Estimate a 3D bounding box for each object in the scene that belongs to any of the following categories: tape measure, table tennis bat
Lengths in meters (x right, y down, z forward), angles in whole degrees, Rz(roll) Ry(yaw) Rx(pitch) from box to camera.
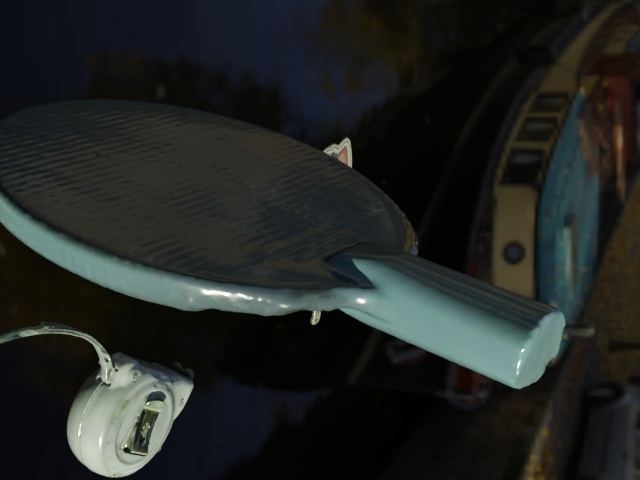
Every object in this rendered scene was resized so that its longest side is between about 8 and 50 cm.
[{"bbox_3d":[-0.268,0.187,1.329,0.330,0.084,0.164,25,81,-61],"label":"tape measure"},{"bbox_3d":[-0.032,-0.009,0.601,0.215,0.329,0.044,-21,130,-53],"label":"table tennis bat"}]

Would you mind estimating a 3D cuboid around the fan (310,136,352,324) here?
[{"bbox_3d":[0.000,0.000,1.232,0.132,0.009,0.220,-41,142,-48],"label":"fan"}]
